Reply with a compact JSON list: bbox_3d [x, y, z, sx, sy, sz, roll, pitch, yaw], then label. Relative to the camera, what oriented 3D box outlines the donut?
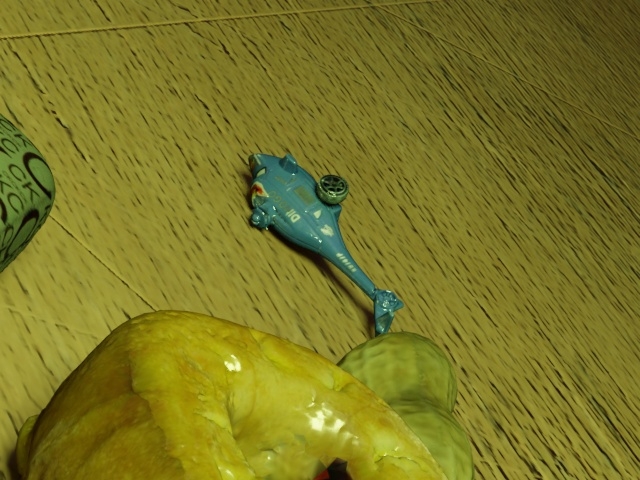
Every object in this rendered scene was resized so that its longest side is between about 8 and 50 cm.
[{"bbox_3d":[-0.033,0.133,0.830,0.226,0.114,0.226,30,24,-14],"label":"donut"}]

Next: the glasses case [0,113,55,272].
[{"bbox_3d":[-0.236,-0.001,0.838,0.137,0.085,0.355,35,25,1],"label":"glasses case"}]

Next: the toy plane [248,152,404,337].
[{"bbox_3d":[0.000,0.000,1.192,0.062,0.054,0.167,-24,59,-34],"label":"toy plane"}]

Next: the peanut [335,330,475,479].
[{"bbox_3d":[0.045,0.110,1.009,0.089,0.089,0.193,30,25,-13],"label":"peanut"}]
